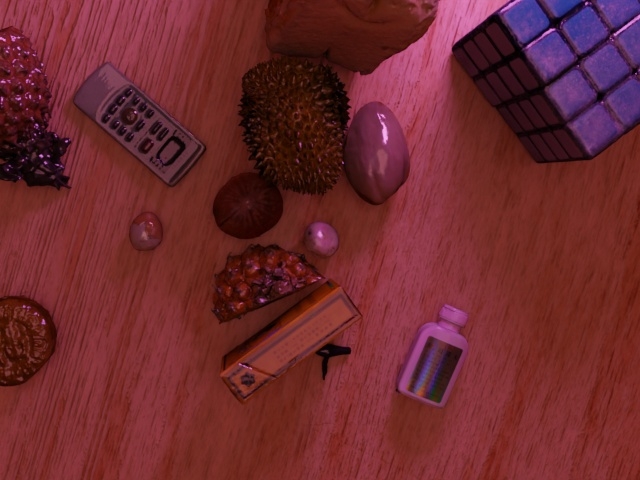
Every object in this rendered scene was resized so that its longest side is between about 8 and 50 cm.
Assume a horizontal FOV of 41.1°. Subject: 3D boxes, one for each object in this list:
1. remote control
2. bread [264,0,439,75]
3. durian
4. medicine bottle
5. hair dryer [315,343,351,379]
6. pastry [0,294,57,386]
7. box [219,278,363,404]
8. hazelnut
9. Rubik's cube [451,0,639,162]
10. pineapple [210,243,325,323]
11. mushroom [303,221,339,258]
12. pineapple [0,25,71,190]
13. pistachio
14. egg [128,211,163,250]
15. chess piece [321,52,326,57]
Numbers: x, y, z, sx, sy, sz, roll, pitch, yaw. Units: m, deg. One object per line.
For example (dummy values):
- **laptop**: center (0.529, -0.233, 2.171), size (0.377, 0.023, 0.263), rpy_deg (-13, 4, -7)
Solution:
- **remote control**: center (-0.383, -0.246, 1.802), size (0.285, 0.038, 0.123), rpy_deg (43, 89, -6)
- **bread**: center (0.077, -0.558, 1.648), size (0.279, 0.390, 0.371), rpy_deg (16, 77, -19)
- **durian**: center (-0.050, -0.229, 1.734), size (0.258, 0.258, 0.293), rpy_deg (-6, 96, -5)
- **medicine bottle**: center (0.256, 0.250, 1.867), size (0.115, 0.078, 0.219), rpy_deg (23, 90, -4)
- **hair dryer**: center (0.024, 0.268, 1.878), size (0.079, 0.031, 0.083), rpy_deg (5, 106, -14)
- **pastry**: center (-0.642, 0.208, 1.768), size (0.189, 0.103, 0.188), rpy_deg (0, 93, -5)
- **box**: center (-0.065, 0.204, 1.778), size (0.301, 0.193, 0.084), rpy_deg (-36, 94, -3)
- **hazelnut**: center (-0.149, -0.068, 1.781), size (0.150, 0.150, 0.150), rpy_deg (0, 93, -5)
- **Rubik's cube**: center (0.522, -0.383, 1.727), size (0.344, 0.344, 0.337), rpy_deg (-38, 95, -3)
- **pineapple**: center (-0.127, 0.072, 1.786), size (0.250, 0.164, 0.139), rpy_deg (-22, 87, -1)
- **mushroom**: center (0.000, 0.000, 1.838), size (0.084, 0.067, 0.083), rpy_deg (14, 63, -28)
- **pineapple**: center (-0.623, -0.237, 1.712), size (0.223, 0.223, 0.357), rpy_deg (-22, 113, -4)
- **pistachio**: center (0.116, -0.182, 1.806), size (0.144, 0.144, 0.215), rpy_deg (-7, 81, -5)
- **egg**: center (-0.368, -0.019, 1.799), size (0.071, 0.071, 0.083), rpy_deg (1, 90, -5)
- **chess piece**: center (0.015, -0.434, 1.830), size (0.084, 0.038, 0.083), rpy_deg (0, 94, -4)
